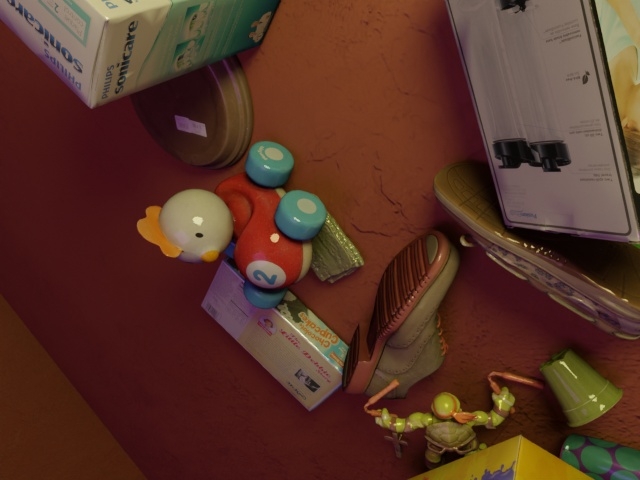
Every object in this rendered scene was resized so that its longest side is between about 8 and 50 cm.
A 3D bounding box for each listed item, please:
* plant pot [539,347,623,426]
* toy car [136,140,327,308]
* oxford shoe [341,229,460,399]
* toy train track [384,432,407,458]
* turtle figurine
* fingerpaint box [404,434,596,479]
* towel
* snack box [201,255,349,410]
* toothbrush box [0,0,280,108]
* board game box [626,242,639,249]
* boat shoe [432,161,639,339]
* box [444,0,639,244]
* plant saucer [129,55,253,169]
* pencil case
[{"bbox_3d":[0.336,0.188,0.711,0.079,0.083,0.083,53,140,14],"label":"plant pot"},{"bbox_3d":[-0.152,-0.008,0.815,0.210,0.238,0.219,59,141,28],"label":"toy car"},{"bbox_3d":[0.142,0.126,0.820,0.130,0.123,0.348,17,133,-6],"label":"oxford shoe"},{"bbox_3d":[0.153,0.402,1.061,0.048,0.014,0.083,9,131,27],"label":"toy train track"},{"bbox_3d":[0.217,0.297,0.843,0.270,0.087,0.217,-13,133,10],"label":"turtle figurine"},{"bbox_3d":[0.311,0.512,0.834,0.371,0.163,0.444,31,140,-2],"label":"fingerpaint box"},{"bbox_3d":[0.000,0.000,0.883,0.148,0.027,0.110,52,139,-5],"label":"towel"},{"bbox_3d":[-0.086,0.180,1.062,0.322,0.060,0.187,43,138,7],"label":"snack box"},{"bbox_3d":[-0.215,-0.312,0.634,0.216,0.295,0.126,45,138,5],"label":"toothbrush box"},{"bbox_3d":[0.378,-0.017,0.548,0.124,0.039,0.259,3,124,38],"label":"board game box"},{"bbox_3d":[0.245,0.010,0.616,0.285,0.105,0.089,40,151,27],"label":"boat shoe"},{"bbox_3d":[0.214,-0.151,0.475,0.289,0.087,0.169,71,164,-12],"label":"box"},{"bbox_3d":[-0.229,-0.240,0.891,0.278,0.041,0.277,21,131,26],"label":"plant saucer"},{"bbox_3d":[0.416,0.320,0.742,0.152,0.064,0.070,7,111,36],"label":"pencil case"}]
